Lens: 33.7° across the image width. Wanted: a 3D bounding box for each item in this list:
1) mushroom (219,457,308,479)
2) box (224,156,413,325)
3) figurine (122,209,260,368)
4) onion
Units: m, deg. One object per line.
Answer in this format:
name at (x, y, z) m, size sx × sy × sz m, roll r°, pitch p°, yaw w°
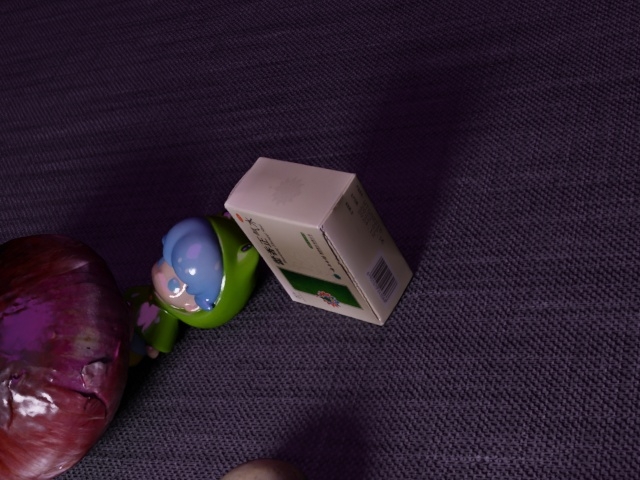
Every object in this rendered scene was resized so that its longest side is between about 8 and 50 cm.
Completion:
mushroom at (-0.070, 0.327, 1.179) m, size 0.166 × 0.127 × 0.166 m, roll -39°, pitch 25°, yaw 22°
box at (0.000, 0.000, 1.376) m, size 0.168 × 0.212 × 0.095 m, roll 15°, pitch 61°, yaw 40°
figurine at (-0.195, 0.070, 1.495) m, size 0.263 × 0.143 × 0.162 m, roll -44°, pitch 40°, yaw 12°
onion at (-0.421, 0.150, 1.416) m, size 0.347 × 0.285 × 0.347 m, roll -14°, pitch 66°, yaw 34°
